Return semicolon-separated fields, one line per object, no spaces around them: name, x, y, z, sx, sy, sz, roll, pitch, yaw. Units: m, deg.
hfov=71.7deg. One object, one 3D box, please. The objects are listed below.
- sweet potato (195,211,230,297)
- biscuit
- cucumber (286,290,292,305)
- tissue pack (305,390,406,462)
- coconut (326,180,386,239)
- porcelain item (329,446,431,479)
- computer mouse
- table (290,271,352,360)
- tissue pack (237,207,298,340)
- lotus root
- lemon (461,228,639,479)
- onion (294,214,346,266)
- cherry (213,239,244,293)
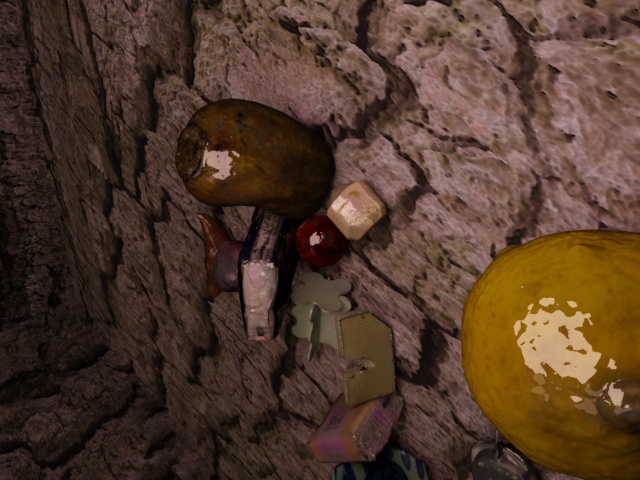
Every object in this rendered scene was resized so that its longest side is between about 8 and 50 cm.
sweet potato;-0.349;0.056;1.508;0.106;0.095;0.354;-1;125;-4
biscuit;0.114;0.289;1.124;0.046;0.147;0.249;-156;56;-64
cucumber;-0.160;0.216;1.427;0.074;0.074;0.241;56;138;5
tissue pack;0.099;0.514;1.240;0.123;0.215;0.257;47;140;-1
coconut;0.074;-0.073;0.980;0.122;0.116;0.116;46;138;8
porcelain item;0.169;0.721;1.199;0.286;0.281;0.157;-2;125;0
computer mouse;0.433;0.557;1.018;0.167;0.090;0.379;6;111;44
table;-0.002;0.210;1.194;0.167;0.167;0.198;28;131;32
tissue pack;-0.126;0.059;1.110;0.123;0.332;0.244;5;123;3
lotus root;-0.138;-0.166;0.936;0.251;0.346;0.250;1;92;35
lemon;0.370;0.150;0.614;0.350;0.387;0.349;5;102;22
onion;0.000;0.000;1.092;0.131;0.131;0.131;24;129;34
cherry;-0.266;0.085;1.407;0.176;0.140;0.176;0;90;47
